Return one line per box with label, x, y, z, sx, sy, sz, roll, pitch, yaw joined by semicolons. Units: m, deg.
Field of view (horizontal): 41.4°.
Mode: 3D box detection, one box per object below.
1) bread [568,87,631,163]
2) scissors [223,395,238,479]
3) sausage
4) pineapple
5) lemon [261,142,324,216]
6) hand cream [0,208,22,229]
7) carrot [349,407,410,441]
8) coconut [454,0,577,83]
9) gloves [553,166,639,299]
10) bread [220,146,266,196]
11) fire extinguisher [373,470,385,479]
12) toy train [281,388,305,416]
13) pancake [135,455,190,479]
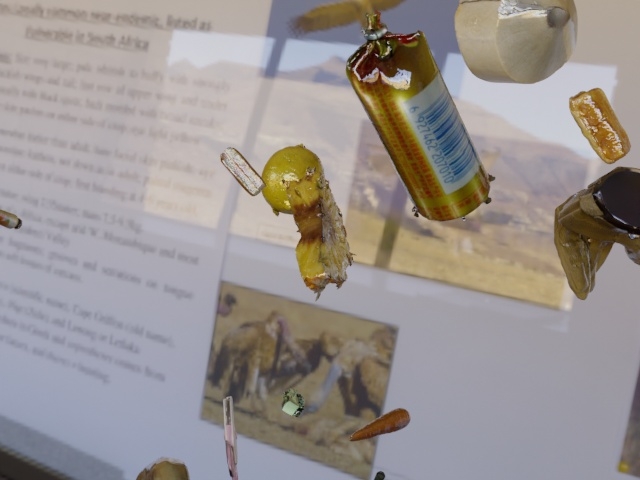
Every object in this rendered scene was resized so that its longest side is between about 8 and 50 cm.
bread;0.456;-0.187;1.383;0.053;0.132;0.074;-31;2;37
scissors;-0.147;0.325;1.390;0.022;0.085;0.176;-10;39;-2
sausage;0.125;-0.173;1.171;0.125;0.317;0.117;-10;37;32
pineapple;0.001;0.000;1.471;0.079;0.233;0.135;-20;-33;22
lemon;-0.072;-0.164;2.258;0.173;0.206;0.173;10;-15;3
hand cream;-0.455;-0.037;1.169;0.035;0.022;0.102;-2;-16;26
carrot;0.125;0.392;1.782;0.048;0.048;0.216;13;11;35
coconut;0.504;-0.547;2.169;0.322;0.323;0.323;10;4;-1
gloves;0.456;-0.017;1.361;0.154;0.141;0.331;-26;-20;-5
bread;-0.155;-0.138;1.683;0.109;0.043;0.062;49;-2;-9
fire extinguisher;0.154;0.652;2.291;0.025;0.083;0.038;16;43;1
toy train;-0.063;0.365;1.919;0.053;0.033;0.083;35;13;-18
pancake;-0.158;0.362;0.820;0.049;0.295;0.294;1;8;-23
